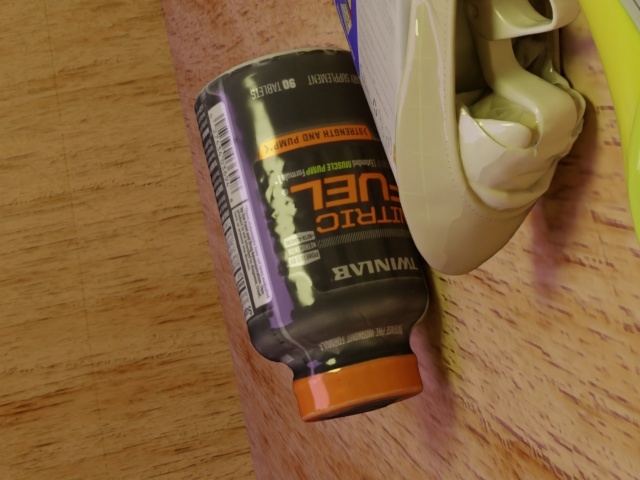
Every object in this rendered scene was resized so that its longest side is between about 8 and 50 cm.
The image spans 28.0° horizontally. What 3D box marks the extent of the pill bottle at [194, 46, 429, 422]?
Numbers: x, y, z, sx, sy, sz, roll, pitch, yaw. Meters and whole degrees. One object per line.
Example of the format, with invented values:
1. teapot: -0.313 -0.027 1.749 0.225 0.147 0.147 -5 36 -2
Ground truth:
1. pill bottle: 0.000 0.000 0.900 0.130 0.130 0.246 120 137 -74

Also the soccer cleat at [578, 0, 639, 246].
1. soccer cleat: 0.120 -0.078 0.386 0.121 0.093 0.289 8 -118 -69

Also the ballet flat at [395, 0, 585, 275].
1. ballet flat: 0.079 -0.085 0.564 0.086 0.086 0.248 -121 23 -60

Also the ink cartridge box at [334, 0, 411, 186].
1. ink cartridge box: 0.038 -0.168 0.691 0.206 0.045 0.208 -104 6 -48
